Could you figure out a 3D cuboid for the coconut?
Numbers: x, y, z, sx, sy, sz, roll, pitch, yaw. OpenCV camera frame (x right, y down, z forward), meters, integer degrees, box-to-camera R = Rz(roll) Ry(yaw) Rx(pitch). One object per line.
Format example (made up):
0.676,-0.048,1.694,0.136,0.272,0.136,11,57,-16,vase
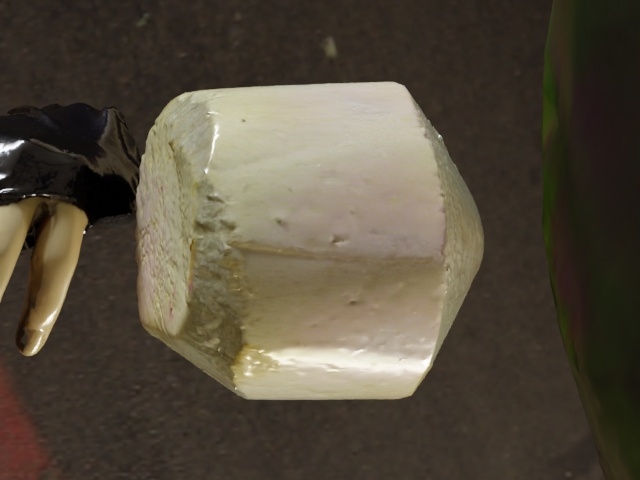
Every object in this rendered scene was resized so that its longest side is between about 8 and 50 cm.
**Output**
0.000,0.000,1.063,0.244,0.239,0.239,1,82,-20,coconut

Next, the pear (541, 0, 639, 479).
0.164,-0.005,0.284,0.165,0.399,0.398,-1,84,-24,pear

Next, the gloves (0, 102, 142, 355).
-0.258,-0.005,1.059,0.301,0.197,0.152,-61,143,-43,gloves
